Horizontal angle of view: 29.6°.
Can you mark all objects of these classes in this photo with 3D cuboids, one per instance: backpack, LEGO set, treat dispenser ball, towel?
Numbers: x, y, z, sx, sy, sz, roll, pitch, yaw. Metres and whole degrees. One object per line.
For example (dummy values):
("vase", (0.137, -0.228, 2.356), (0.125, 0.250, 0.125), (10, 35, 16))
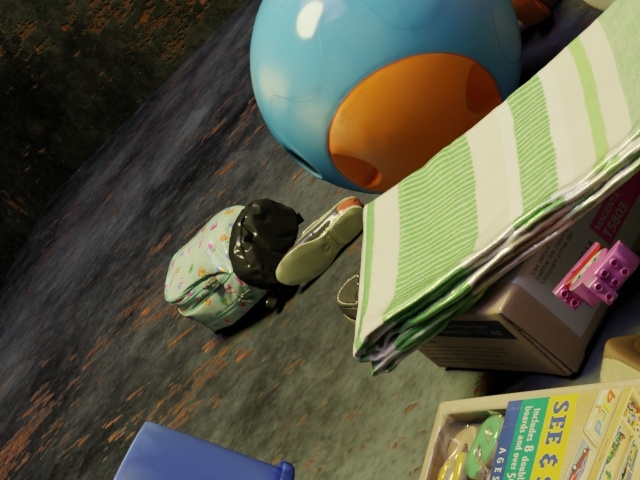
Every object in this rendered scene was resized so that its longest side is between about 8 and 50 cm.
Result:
("backpack", (-0.115, 0.036, 1.550), (0.182, 0.115, 0.152), (-38, 24, 39))
("LEGO set", (0.268, -0.016, 0.796), (0.227, 0.087, 0.093), (-50, 4, 7))
("treat dispenser ball", (0.068, -0.192, 1.284), (0.288, 0.288, 0.288), (-44, 20, 20))
("towel", (0.149, -0.058, 0.963), (0.325, 0.038, 0.248), (-42, 20, 25))

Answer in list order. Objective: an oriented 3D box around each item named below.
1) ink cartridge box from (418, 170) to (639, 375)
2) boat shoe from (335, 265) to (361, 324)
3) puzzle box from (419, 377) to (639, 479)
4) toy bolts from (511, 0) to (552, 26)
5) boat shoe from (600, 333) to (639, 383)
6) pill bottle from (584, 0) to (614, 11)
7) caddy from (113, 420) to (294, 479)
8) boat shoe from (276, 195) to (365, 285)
("ink cartridge box", (0.177, -0.009, 1.003), (0.235, 0.088, 0.193), (-56, 18, -19))
("boat shoe", (0.073, 0.034, 1.182), (0.080, 0.073, 0.223), (-58, 20, -21))
("puzzle box", (0.084, 0.265, 0.552), (0.272, 0.052, 0.409), (-25, 45, 65))
("toy bolts", (0.173, -0.332, 1.348), (0.158, 0.228, 0.218), (-42, -2, 22))
("boat shoe", (0.241, 0.141, 0.568), (0.341, 0.121, 0.110), (-138, 52, -71))
("pill bottle", (0.323, -0.339, 1.240), (0.121, 0.121, 0.221), (-34, 25, 41))
("caddy", (-0.120, 0.314, 0.949), (0.241, 0.179, 0.341), (114, 179, -51))
("boat shoe", (0.000, 0.000, 1.452), (0.137, 0.049, 0.043), (-43, 27, 10))
